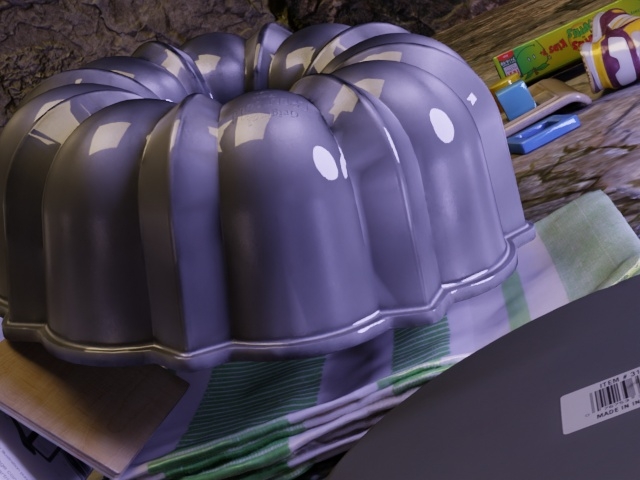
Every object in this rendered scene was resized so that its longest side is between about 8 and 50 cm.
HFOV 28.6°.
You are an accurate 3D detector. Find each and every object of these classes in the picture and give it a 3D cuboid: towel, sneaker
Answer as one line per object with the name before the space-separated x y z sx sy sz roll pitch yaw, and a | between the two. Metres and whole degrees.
towel | 0.034 0.060 0.734 0.324 0.038 0.248 -25 9 8
sneaker | 0.321 -0.199 1.284 0.084 0.070 0.185 -11 21 24

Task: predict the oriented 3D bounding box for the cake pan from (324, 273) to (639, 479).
cake pan | 0.116 0.074 0.418 0.293 0.054 0.293 -25 10 5

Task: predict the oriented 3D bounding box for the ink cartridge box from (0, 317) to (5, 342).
ink cartridge box | -0.441 0.069 1.582 0.128 0.127 0.176 -32 12 -28

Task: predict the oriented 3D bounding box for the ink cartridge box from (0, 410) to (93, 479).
ink cartridge box | -0.205 0.139 0.699 0.148 0.086 0.203 -37 8 16

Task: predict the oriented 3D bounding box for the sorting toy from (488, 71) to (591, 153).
sorting toy | 0.175 -0.132 1.325 0.196 0.047 0.348 -25 10 7

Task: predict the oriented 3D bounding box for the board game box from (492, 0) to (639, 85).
board game box | 0.298 -0.231 1.491 0.181 0.043 0.092 -24 -2 10

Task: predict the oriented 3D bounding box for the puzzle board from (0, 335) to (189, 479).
puzzle board | -0.132 0.080 0.690 0.011 0.096 0.128 -59 -2 17

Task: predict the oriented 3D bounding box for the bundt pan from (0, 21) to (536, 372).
bundt pan | -0.043 -0.050 0.741 0.330 0.124 0.331 -6 19 2
